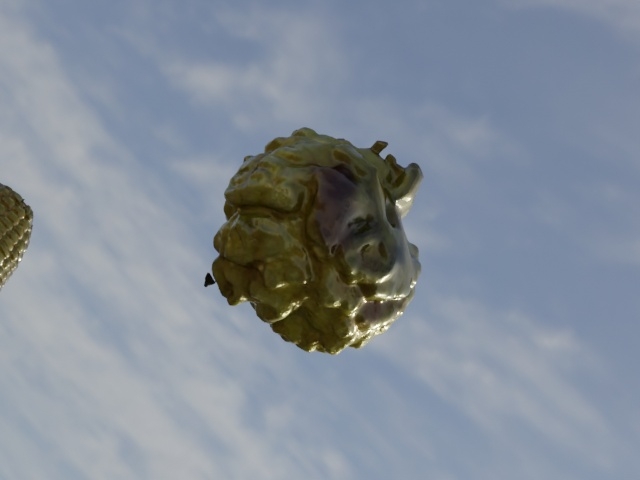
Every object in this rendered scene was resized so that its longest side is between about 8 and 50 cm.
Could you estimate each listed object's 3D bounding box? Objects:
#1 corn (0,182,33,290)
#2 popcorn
[{"bbox_3d":[-0.297,0.051,1.424,0.080,0.231,0.080,33,-24,17],"label":"corn"},{"bbox_3d":[-0.001,-0.002,1.771,0.169,0.189,0.218,-14,-46,34],"label":"popcorn"}]
